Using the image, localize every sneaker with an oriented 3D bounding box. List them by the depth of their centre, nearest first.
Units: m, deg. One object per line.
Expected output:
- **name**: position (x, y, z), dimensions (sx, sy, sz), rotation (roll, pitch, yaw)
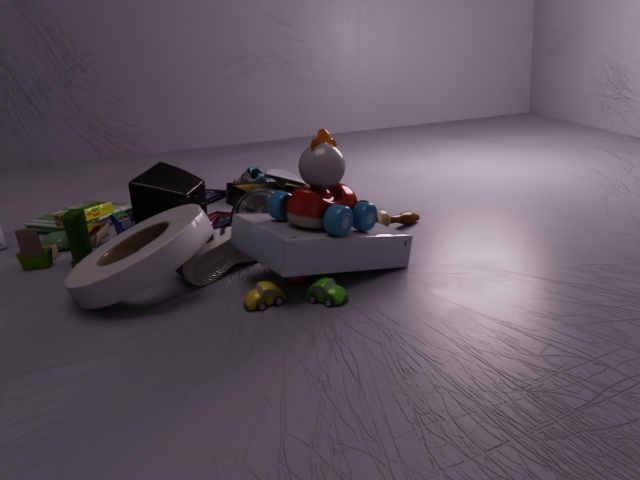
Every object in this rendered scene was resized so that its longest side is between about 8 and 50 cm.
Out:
- **sneaker**: position (-0.261, 0.004, 1.507), dimensions (0.148, 0.131, 0.350), rotation (18, 31, 40)
- **sneaker**: position (-0.272, -0.245, 2.209), dimensions (0.110, 0.122, 0.283), rotation (-18, 23, -31)

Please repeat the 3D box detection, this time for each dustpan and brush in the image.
- **dustpan and brush**: position (-0.142, -0.219, 1.918), dimensions (0.148, 0.060, 0.211), rotation (13, 18, -16)

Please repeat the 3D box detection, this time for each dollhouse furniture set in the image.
- **dollhouse furniture set**: position (-0.825, -0.038, 1.742), dimensions (0.198, 0.151, 0.301), rotation (-6, 20, -3)

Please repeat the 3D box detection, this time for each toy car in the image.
- **toy car**: position (-0.038, 0.106, 1.283), dimensions (0.225, 0.053, 0.239), rotation (7, 23, 31)
- **toy car**: position (0.015, -0.153, 1.331), dimensions (0.219, 0.237, 0.210), rotation (17, 17, 36)

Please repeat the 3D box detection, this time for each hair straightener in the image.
- **hair straightener**: position (-0.663, -0.099, 2.041), dimensions (0.231, 0.047, 0.089), rotation (-15, 22, -36)

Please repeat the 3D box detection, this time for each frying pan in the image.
- **frying pan**: position (-0.136, -0.044, 1.654), dimensions (0.326, 0.053, 0.197), rotation (37, 76, 19)

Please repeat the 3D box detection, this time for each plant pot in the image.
- **plant pot**: position (-0.451, -0.114, 1.655), dimensions (0.167, 0.187, 0.187), rotation (10, 30, 12)

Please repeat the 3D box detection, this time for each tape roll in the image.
- **tape roll**: position (-0.463, 0.032, 1.397), dimensions (0.392, 0.071, 0.392), rotation (-22, 21, 9)

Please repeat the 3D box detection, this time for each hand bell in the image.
- **hand bell**: position (0.216, -0.063, 1.656), dimensions (0.242, 0.126, 0.126), rotation (-5, 15, -39)

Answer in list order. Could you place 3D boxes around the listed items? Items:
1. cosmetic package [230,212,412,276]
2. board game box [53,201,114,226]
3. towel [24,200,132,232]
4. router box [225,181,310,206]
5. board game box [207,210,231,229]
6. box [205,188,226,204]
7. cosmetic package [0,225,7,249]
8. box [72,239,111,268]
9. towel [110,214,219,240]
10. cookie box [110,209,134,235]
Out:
- **cosmetic package**: position (0.000, 0.000, 1.397), dimensions (0.378, 0.097, 0.284), rotation (-2, 13, -33)
- **board game box**: position (-0.849, -0.096, 1.951), dimensions (0.092, 0.043, 0.181), rotation (-1, 18, 30)
- **towel**: position (-0.924, -0.092, 2.091), dimensions (0.248, 0.038, 0.325), rotation (4, 20, 20)
- **router box**: position (-0.145, -0.150, 1.904), dimensions (0.309, 0.080, 0.243), rotation (-5, 17, -32)
- **board game box**: position (-0.391, -0.043, 1.825), dimensions (0.145, 0.027, 0.281), rotation (6, 23, 33)
- **box**: position (-0.473, -0.176, 2.209), dimensions (0.116, 0.029, 0.162), rotation (6, 22, 29)
- **cosmetic package**: position (-1.228, -0.017, 1.816), dimensions (0.225, 0.138, 0.224), rotation (12, 27, 37)
- **box**: position (-0.635, 0.052, 1.568), dimensions (0.094, 0.027, 0.137), rotation (11, 43, 36)
- **towel**: position (-0.509, -0.016, 1.704), dimensions (0.330, 0.037, 0.237), rotation (-3, 27, 15)
- **cookie box**: position (-0.587, -0.034, 1.627), dimensions (0.040, 0.091, 0.107), rotation (-23, 28, -28)
